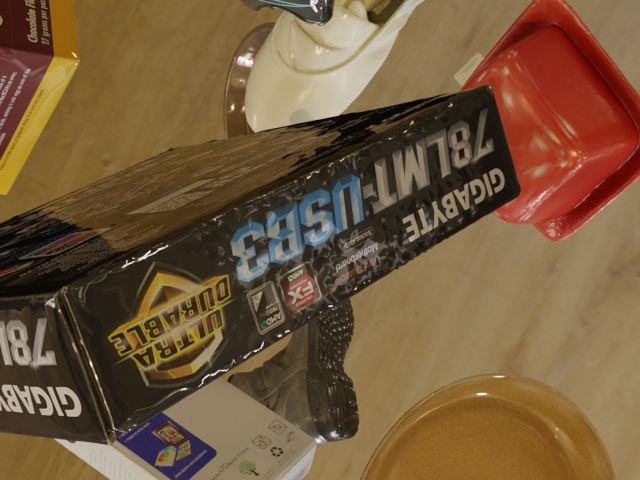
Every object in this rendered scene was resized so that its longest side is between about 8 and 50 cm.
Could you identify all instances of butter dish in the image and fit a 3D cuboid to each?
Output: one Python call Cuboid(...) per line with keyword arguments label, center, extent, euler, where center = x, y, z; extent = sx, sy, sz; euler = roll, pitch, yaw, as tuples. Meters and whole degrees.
Cuboid(label="butter dish", center=(0.154, -0.081, 0.831), extent=(0.118, 0.160, 0.160), euler=(-23, 73, -37))

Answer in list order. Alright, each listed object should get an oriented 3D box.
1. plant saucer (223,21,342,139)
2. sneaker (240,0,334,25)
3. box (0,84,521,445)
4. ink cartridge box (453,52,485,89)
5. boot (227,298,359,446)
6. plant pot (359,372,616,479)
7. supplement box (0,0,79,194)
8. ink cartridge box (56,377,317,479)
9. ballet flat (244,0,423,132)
Cuboid(label="plant saucer", center=(-0.053, -0.165, 1.507), extent=(0.041, 0.278, 0.278), euler=(-9, 96, -35))
Cuboid(label="sneaker", center=(-0.083, -0.263, 0.982), extent=(0.101, 0.267, 0.106), euler=(-38, 131, -20))
Cuboid(label="box", center=(-0.091, 0.005, 0.587), extent=(0.295, 0.293, 0.073), euler=(-29, 105, -42))
Cuboid(label="ink cartridge box", center=(0.256, -0.200, 1.537), extent=(0.052, 0.088, 0.122), euler=(-43, 72, 6))
Cuboid(label="boot", center=(-0.063, 0.196, 1.761), extent=(0.222, 0.338, 0.118), euler=(-23, 139, 29))
Cuboid(label="plant pot", center=(0.118, 0.214, 0.787), extent=(0.236, 0.032, 0.236), euler=(0, 89, -25))
Cuboid(label="supplement box", center=(-0.304, -0.143, 0.787), extent=(0.194, 0.191, 0.129), euler=(5, 60, -31))
Cuboid(label="ink cartridge box", center=(-0.185, 0.199, 1.202), extent=(0.332, 0.165, 0.065), euler=(31, 131, 21))
Cuboid(label="ballet flat", center=(0.049, -0.285, 1.215), extent=(0.139, 0.139, 0.400), euler=(43, 79, -4))
